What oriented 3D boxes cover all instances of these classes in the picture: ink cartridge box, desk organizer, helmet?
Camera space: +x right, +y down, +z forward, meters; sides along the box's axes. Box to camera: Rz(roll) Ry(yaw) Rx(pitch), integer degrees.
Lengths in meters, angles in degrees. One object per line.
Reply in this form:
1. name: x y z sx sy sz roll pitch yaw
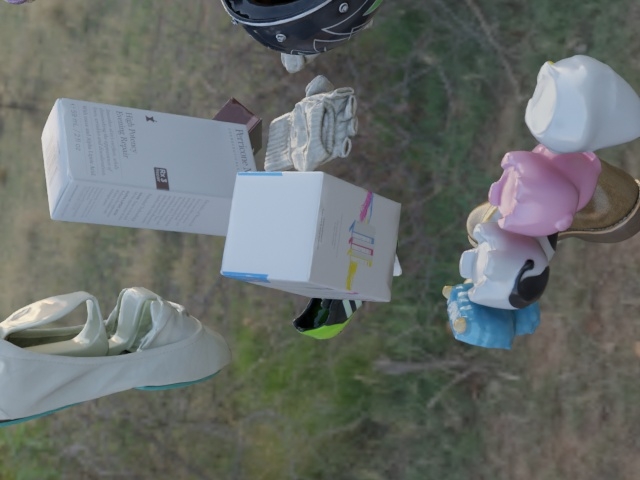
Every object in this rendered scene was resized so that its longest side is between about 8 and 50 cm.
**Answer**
1. ink cartridge box: 0.000 0.000 0.952 0.092 0.143 0.090 2 81 35
2. desk organizer: -0.112 -0.142 1.497 0.047 0.050 0.130 -49 -5 -11
3. helmet: -0.014 -0.247 0.976 0.169 0.169 0.162 -139 33 -64

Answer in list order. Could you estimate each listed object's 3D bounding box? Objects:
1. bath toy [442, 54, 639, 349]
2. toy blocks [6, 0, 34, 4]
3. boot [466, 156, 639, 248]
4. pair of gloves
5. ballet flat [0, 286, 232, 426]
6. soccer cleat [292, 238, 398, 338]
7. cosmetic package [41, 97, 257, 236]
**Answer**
1. bath toy: 0.239 -0.040 1.175 0.151 0.129 0.348 -95 18 -48
2. toy blocks: -0.417 -0.492 1.503 0.309 0.288 0.260 55 -172 0
3. boot: 0.268 -0.054 1.395 0.305 0.115 0.112 -13 45 59
4. pair of gloves: -0.012 -0.197 1.338 0.204 0.042 0.240 3 85 61
5. ballet flat: -0.253 0.122 1.337 0.139 0.400 0.139 7 100 43
6. soccer cleat: 0.033 0.053 1.379 0.060 0.072 0.179 48 115 32
7. cosmetic package: -0.189 -0.080 1.260 0.085 0.231 0.117 -50 45 46
